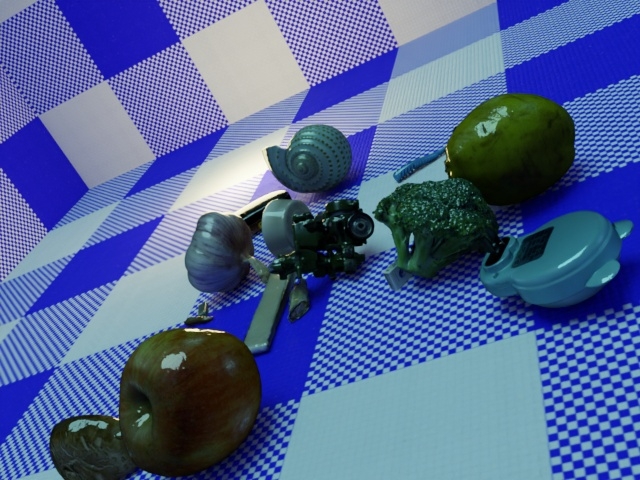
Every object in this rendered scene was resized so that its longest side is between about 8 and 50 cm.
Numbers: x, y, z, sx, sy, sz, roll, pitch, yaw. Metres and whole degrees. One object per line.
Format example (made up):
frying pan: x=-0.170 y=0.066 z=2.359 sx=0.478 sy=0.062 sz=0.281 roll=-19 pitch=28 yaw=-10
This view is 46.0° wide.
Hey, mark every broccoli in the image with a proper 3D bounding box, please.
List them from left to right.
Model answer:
broccoli: x=0.262 y=-0.031 z=1.683 sx=0.261 sy=0.269 sz=0.242 roll=23 pitch=90 yaw=37

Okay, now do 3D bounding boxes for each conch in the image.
conch: x=-0.028 y=-0.260 z=2.500 sx=0.302 sy=0.215 sz=0.319 roll=-11 pitch=-3 yaw=26

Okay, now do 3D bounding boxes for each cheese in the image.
cheese: x=-0.125 y=0.166 z=1.962 sx=0.085 sy=0.034 sz=0.400 roll=-17 pitch=26 yaw=19

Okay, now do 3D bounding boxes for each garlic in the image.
garlic: x=-0.247 y=0.054 z=2.154 sx=0.253 sy=0.245 sz=0.245 roll=22 pitch=48 yaw=22

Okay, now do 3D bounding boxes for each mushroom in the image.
mushroom: x=-0.511 y=0.451 z=1.681 sx=0.285 sy=0.151 sz=0.156 roll=-18 pitch=27 yaw=27

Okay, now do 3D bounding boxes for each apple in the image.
apple: x=-0.253 y=0.314 z=1.517 sx=0.301 sy=0.302 sz=0.301 roll=-25 pitch=23 yaw=12

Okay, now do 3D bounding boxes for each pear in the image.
pear: x=0.442 y=-0.212 z=1.765 sx=0.321 sy=0.269 sz=0.269 roll=-11 pitch=20 yaw=-11

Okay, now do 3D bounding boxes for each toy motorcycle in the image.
toy motorcycle: x=0.000 y=0.000 z=1.906 sx=0.275 sy=0.205 sz=0.127 roll=-5 pitch=-12 yaw=-4

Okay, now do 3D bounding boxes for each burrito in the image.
burrito: x=-0.054 y=0.147 z=1.902 sx=0.055 sy=0.041 sz=0.149 roll=-36 pitch=23 yaw=21

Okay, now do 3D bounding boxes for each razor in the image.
razor: x=0.328 y=-0.257 z=2.278 sx=0.253 sy=0.042 sz=0.082 roll=-33 pitch=-19 yaw=-6

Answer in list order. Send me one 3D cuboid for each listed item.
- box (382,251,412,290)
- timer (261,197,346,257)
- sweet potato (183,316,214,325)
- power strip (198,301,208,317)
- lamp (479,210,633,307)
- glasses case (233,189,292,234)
box: x=0.187 y=0.071 z=1.755 sx=0.083 sy=0.054 sz=0.024 roll=-42 pitch=30 yaw=-27
timer: x=-0.009 y=-0.046 z=2.096 sx=0.266 sy=0.175 sz=0.175 roll=-8 pitch=31 yaw=33
sweet potato: x=-0.346 y=0.225 z=2.112 sx=0.115 sy=0.026 sz=0.026 roll=-10 pitch=30 yaw=35
power strip: x=-0.335 y=0.202 z=2.155 sx=0.027 sy=0.017 sz=0.083 roll=-30 pitch=21 yaw=4
lamp: x=0.430 y=0.039 z=1.408 sx=0.284 sy=0.147 sz=0.209 roll=-1 pitch=34 yaw=35
glasses case: x=-0.238 y=-0.068 z=2.508 sx=0.321 sy=0.082 sz=0.122 roll=-32 pitch=24 yaw=-8
